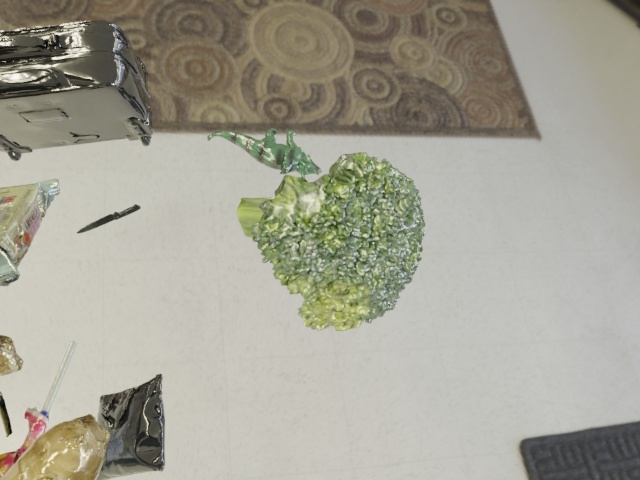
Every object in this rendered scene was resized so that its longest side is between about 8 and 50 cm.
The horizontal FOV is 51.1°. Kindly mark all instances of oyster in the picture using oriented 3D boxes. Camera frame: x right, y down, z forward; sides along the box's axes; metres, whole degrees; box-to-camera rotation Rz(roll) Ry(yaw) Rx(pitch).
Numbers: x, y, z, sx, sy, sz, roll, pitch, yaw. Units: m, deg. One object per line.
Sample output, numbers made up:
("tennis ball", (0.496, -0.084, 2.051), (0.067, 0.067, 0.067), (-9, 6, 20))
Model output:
("oyster", (-0.737, 0.240, 1.361), (0.232, 0.107, 0.162), (-2, 52, -6))

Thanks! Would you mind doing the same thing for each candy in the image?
("candy", (-0.569, 0.369, 1.358), (0.124, 0.124, 0.365), (15, 57, -5))

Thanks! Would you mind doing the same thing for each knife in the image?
("knife", (-0.527, -0.053, 1.661), (0.170, 0.023, 0.010), (-24, 36, -2))

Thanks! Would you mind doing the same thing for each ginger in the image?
("ginger", (-0.531, 0.452, 1.153), (0.375, 0.236, 0.166), (-31, 103, -12))

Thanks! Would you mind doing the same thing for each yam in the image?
("yam", (-0.539, 0.295, 1.140), (0.014, 0.107, 0.014), (4, 34, -2))

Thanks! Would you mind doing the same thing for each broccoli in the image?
("broccoli", (0.014, 0.017, 1.041), (0.375, 0.302, 0.249), (-1, 77, -64))

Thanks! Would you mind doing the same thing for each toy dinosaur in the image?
("toy dinosaur", (-0.129, -0.234, 1.677), (0.292, 0.079, 0.120), (29, 46, 9))

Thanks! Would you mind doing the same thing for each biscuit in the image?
("biscuit", (-0.548, -0.005, 1.107), (0.186, 0.079, 0.309), (-10, 31, 2))

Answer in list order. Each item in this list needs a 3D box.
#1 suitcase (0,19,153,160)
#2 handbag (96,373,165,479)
("suitcase", (-0.517, -0.291, 1.284), (0.345, 0.339, 0.188), (-5, 82, 0))
("handbag", (-0.437, 0.431, 1.529), (0.088, 0.254, 0.211), (21, 56, -45))
